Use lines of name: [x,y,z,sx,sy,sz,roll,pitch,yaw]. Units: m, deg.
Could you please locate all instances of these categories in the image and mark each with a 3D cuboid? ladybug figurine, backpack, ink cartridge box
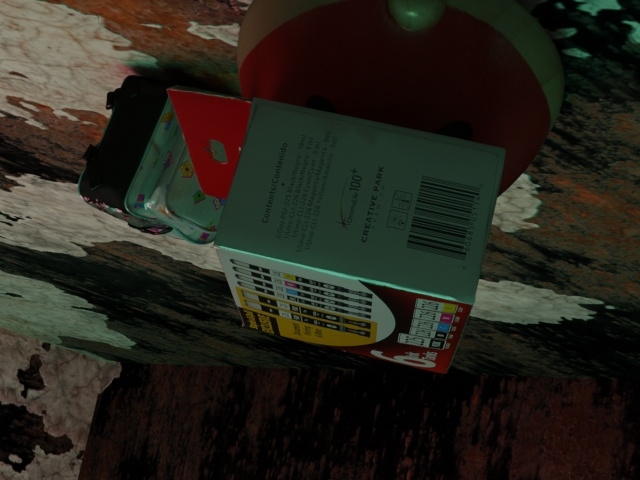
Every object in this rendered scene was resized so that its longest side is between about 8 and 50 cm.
ladybug figurine: [0.064,-0.115,1.306,0.305,0.162,0.449,11,165,5]
backpack: [-0.156,-0.082,1.593,0.144,0.166,0.188,15,171,26]
ink cartridge box: [0.000,0.000,1.209,0.271,0.130,0.309,13,165,5]
